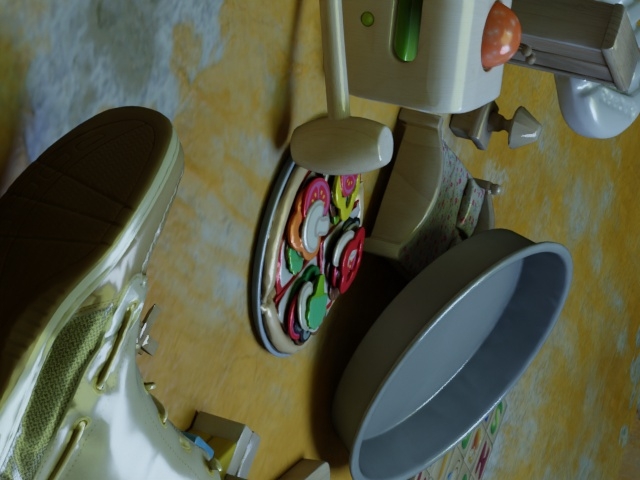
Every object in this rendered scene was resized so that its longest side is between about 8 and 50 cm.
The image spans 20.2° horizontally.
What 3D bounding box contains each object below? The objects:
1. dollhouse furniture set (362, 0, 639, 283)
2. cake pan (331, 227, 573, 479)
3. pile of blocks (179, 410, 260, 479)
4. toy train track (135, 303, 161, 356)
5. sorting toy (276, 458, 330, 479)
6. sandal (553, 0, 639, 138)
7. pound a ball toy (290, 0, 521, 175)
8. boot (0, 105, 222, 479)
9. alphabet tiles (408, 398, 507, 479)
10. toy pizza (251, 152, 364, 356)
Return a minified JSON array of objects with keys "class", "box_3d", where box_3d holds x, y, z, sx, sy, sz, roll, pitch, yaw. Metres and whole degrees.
[{"class":"dollhouse furniture set","box_3d":[0.150,-0.054,1.621,0.303,0.174,0.355,42,65,-67]},{"class":"cake pan","box_3d":[0.118,0.105,1.672,0.293,0.054,0.293,-37,152,-23]},{"class":"pile of blocks","box_3d":[-0.107,0.218,1.215,0.362,0.112,0.149,-48,147,-52]},{"class":"toy train track","box_3d":[-0.131,0.056,1.187,0.048,0.014,0.083,-62,151,-14]},{"class":"sorting toy","box_3d":[-0.019,0.348,1.507,0.257,0.089,0.255,-30,121,-62]},{"class":"sandal","box_3d":[0.239,-0.307,1.786,0.169,0.102,0.416,-7,94,-49]},{"class":"pound a ball toy","box_3d":[0.087,-0.214,1.387,0.208,0.136,0.319,-30,128,-63]},{"class":"boot","box_3d":[-0.119,0.074,1.038,0.203,0.095,0.262,44,66,-48]},{"class":"alphabet tiles","box_3d":[0.159,0.246,2.083,0.285,0.011,0.342,62,46,-62]},{"class":"toy pizza","box_3d":[0.000,0.000,1.463,0.201,0.032,0.201,15,90,-70]}]
